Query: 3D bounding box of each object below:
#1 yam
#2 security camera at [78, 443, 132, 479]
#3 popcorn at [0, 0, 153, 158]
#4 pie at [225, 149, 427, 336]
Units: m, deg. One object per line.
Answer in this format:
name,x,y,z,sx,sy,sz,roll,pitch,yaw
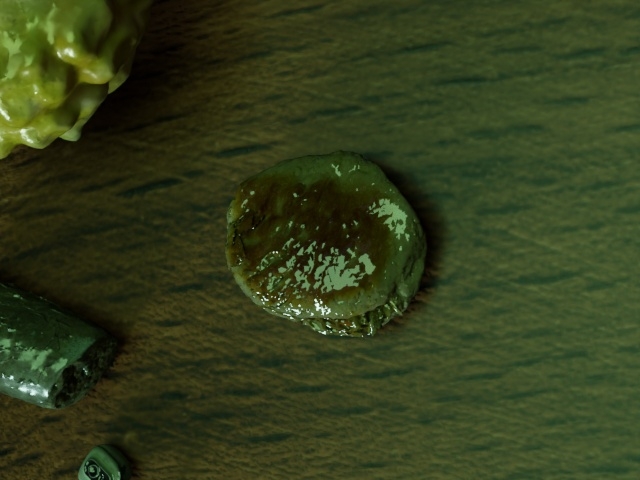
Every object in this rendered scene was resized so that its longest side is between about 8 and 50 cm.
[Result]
yam,-0.292,0.098,1.363,0.183,0.107,0.107,20,95,22
security camera,-0.194,0.235,1.341,0.092,0.058,0.058,32,100,30
popcorn,-0.328,-0.244,1.267,0.349,0.381,0.349,-11,66,27
pie,0.000,0.000,1.251,0.193,0.079,0.163,6,85,26
